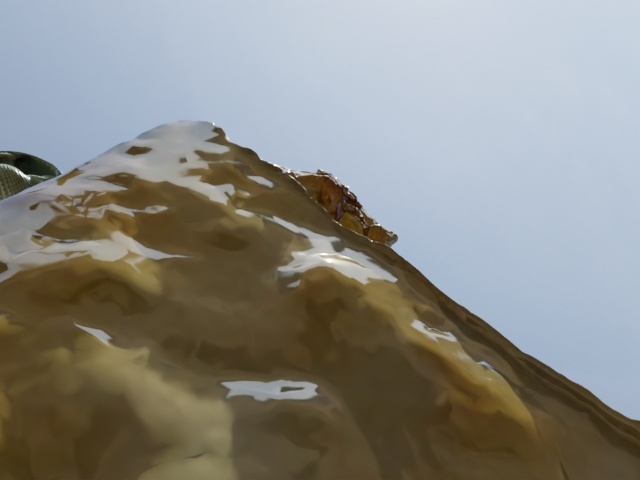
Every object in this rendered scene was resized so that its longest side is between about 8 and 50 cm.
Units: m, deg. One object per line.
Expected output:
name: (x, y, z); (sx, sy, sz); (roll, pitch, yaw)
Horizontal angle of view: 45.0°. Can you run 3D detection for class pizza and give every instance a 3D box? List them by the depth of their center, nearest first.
pizza: (0.000, 0.000, 0.793); (0.161, 0.062, 0.182); (-2, -97, -2)

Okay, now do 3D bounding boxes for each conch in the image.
conch: (-0.326, -0.060, 0.828); (0.085, 0.057, 0.076); (9, -143, -39)

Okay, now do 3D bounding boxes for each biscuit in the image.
biscuit: (-0.039, 0.125, 0.352); (0.429, 0.104, 0.446); (34, -143, 12)
